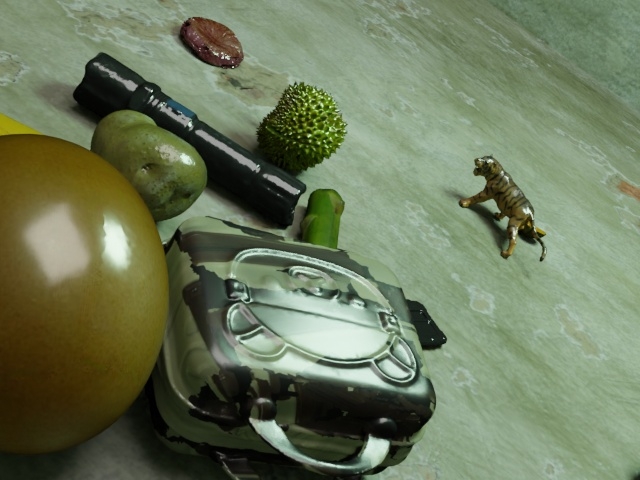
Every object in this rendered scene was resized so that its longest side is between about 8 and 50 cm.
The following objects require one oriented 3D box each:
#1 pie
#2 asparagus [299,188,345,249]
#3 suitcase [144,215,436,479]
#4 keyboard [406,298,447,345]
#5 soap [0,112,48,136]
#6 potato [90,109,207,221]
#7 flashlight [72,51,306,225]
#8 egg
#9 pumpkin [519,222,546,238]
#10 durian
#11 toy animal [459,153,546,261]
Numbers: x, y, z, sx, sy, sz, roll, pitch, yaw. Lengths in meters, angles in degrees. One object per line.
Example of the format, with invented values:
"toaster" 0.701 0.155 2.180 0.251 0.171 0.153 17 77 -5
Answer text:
"pie" -0.223 -0.416 1.984 0.153 0.038 0.153 23 32 -15
"asparagus" 0.000 -0.002 1.529 0.067 0.060 0.278 32 29 -17
"suitcase" -0.043 0.158 1.121 0.351 0.194 0.339 14 40 -29
"keyboard" 0.079 0.125 1.448 0.262 0.016 0.106 4 39 -38
"soap" -0.503 -0.117 1.226 0.324 0.096 0.204 26 29 -7
"potato" -0.262 -0.115 1.382 0.157 0.157 0.194 -8 48 -47
"flashlight" -0.211 -0.163 1.567 0.424 0.103 0.103 32 30 0
"egg" -0.297 0.049 0.968 0.282 0.282 0.351 8 47 -33
"pumpkin" 0.431 -0.024 1.970 0.050 0.028 0.083 15 24 -38
"durian" -0.033 -0.196 1.708 0.146 0.159 0.198 40 -3 -2
"toy animal" 0.391 -0.053 1.893 0.114 0.116 0.255 2 41 -37
